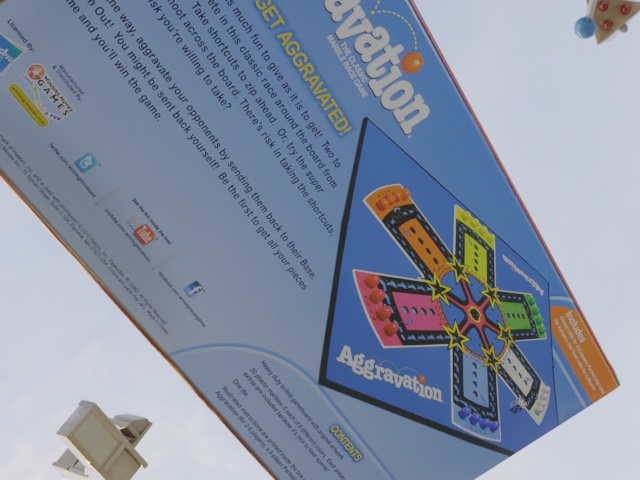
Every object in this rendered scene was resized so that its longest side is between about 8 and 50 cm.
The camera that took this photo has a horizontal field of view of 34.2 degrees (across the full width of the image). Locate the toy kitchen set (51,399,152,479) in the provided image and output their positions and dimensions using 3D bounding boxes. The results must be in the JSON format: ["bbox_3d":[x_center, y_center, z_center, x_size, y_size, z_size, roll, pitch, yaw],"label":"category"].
[{"bbox_3d":[-0.176,0.144,0.809,0.068,0.083,0.075,-53,-54,-31],"label":"toy kitchen set"}]

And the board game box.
[{"bbox_3d":[0.000,0.000,0.388,0.145,0.027,0.281,-33,-57,4],"label":"board game box"}]

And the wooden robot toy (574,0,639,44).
[{"bbox_3d":[0.156,-0.183,0.543,0.079,0.076,0.173,-10,-56,33],"label":"wooden robot toy"}]
